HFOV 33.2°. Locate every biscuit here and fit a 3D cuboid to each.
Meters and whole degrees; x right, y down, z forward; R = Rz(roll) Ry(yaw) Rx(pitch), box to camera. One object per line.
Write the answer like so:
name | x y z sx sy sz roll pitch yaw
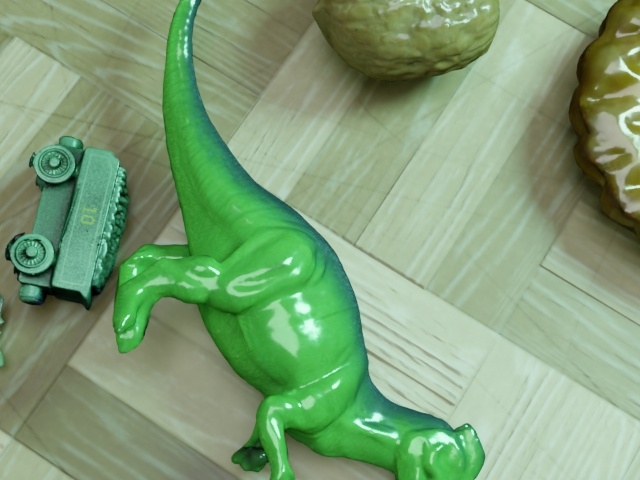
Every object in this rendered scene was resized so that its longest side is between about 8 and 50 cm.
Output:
biscuit | 0.406 -0.120 1.055 0.326 0.107 0.325 -2 75 6

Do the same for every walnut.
walnut | 0.082 -0.233 1.059 0.184 0.155 0.155 -11 74 -6

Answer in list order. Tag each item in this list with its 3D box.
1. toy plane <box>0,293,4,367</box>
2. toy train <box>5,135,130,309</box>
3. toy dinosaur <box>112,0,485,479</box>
toy plane | -0.325 0.087 1.014 0.080 0.033 0.083 -39 85 -13
toy train | -0.239 -0.017 1.031 0.100 0.070 0.172 12 72 -6
toy dinosaur | 0.000 0.000 0.998 0.375 0.144 0.499 13 78 -3
